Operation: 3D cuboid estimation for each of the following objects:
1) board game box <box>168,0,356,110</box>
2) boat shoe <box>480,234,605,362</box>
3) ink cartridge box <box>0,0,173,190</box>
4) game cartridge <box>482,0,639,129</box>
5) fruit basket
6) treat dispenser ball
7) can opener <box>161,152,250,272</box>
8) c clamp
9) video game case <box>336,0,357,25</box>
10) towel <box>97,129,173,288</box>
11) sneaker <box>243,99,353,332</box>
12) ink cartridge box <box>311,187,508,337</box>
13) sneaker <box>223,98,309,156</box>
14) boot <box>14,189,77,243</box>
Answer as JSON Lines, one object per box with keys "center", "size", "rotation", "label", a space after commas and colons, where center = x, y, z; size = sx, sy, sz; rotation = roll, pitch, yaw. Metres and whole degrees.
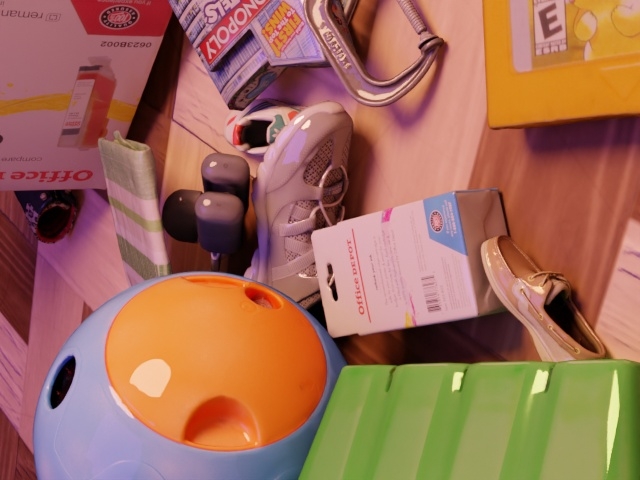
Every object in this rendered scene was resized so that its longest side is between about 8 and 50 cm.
{"center": [-0.056, -0.220, 1.115], "size": [0.194, 0.060, 0.194], "rotation": [-40, 71, 34], "label": "board game box"}
{"center": [0.177, 0.047, 0.906], "size": [0.135, 0.050, 0.045], "rotation": [57, 134, 17], "label": "boat shoe"}
{"center": [-0.350, -0.228, 1.345], "size": [0.385, 0.279, 0.160], "rotation": [-58, 43, 48], "label": "ink cartridge box"}
{"center": [0.217, -0.247, 0.802], "size": [0.285, 0.052, 0.324], "rotation": [0, 96, 53], "label": "game cartridge"}
{"center": [0.156, 0.278, 0.812], "size": [0.392, 0.282, 0.392], "rotation": [-26, 57, 48], "label": "fruit basket"}
{"center": [-0.105, 0.171, 1.017], "size": [0.288, 0.288, 0.288], "rotation": [11, 104, 52], "label": "treat dispenser ball"}
{"center": [-0.123, -0.026, 1.181], "size": [0.283, 0.095, 0.076], "rotation": [110, 168, -78], "label": "can opener"}
{"center": [0.054, -0.205, 1.014], "size": [0.137, 0.022, 0.161], "rotation": [-27, 81, 17], "label": "c clamp"}
{"center": [0.010, -0.254, 1.113], "size": [0.087, 0.011, 0.122], "rotation": [52, 133, 35], "label": "video game case"}
{"center": [-0.186, 0.044, 1.305], "size": [0.248, 0.038, 0.325], "rotation": [-154, 52, -68], "label": "towel"}
{"center": [0.000, 0.000, 1.116], "size": [0.115, 0.105, 0.281], "rotation": [30, 125, 29], "label": "sneaker"}
{"center": [0.079, 0.023, 1.005], "size": [0.181, 0.061, 0.104], "rotation": [-14, 85, 47], "label": "ink cartridge box"}
{"center": [-0.068, -0.116, 1.185], "size": [0.161, 0.075, 0.057], "rotation": [13, 105, 52], "label": "sneaker"}
{"center": [-0.391, -0.128, 1.616], "size": [0.179, 0.085, 0.236], "rotation": [55, 142, 30], "label": "boot"}
